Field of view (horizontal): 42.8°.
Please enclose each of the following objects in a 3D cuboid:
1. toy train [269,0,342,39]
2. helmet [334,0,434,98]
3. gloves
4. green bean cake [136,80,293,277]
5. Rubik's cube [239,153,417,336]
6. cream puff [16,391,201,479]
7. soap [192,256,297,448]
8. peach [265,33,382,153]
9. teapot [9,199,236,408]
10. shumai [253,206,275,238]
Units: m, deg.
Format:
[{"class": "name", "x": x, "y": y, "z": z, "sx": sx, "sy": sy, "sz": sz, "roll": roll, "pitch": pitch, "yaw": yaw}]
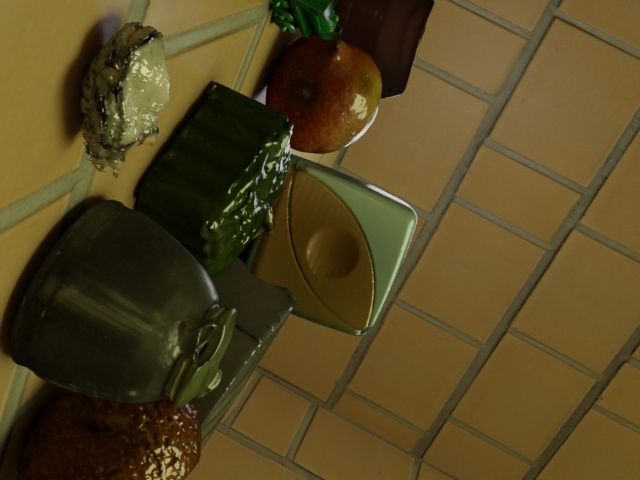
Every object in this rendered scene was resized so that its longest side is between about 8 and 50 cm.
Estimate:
[{"class": "toy train", "x": -0.022, "y": -0.379, "z": 1.303, "sx": 0.085, "sy": 0.119, "sz": 0.251, "roll": -63, "pitch": 175, "yaw": 2}, {"class": "helmet", "x": 0.088, "y": -0.433, "z": 1.762, "sx": 0.338, "sy": 0.197, "sz": 0.271, "roll": 17, "pitch": -92, "yaw": 70}, {"class": "gloves", "x": -0.206, "y": -0.149, "z": 0.840, "sx": 0.114, "sy": 0.070, "sz": 0.153, "roll": -49, "pitch": 168, "yaw": -44}, {"class": "green bean cake", "x": -0.161, "y": -0.081, "z": 1.281, "sx": 0.250, "sy": 0.156, "sz": 0.247, "roll": -60, "pitch": 174, "yaw": -27}, {"class": "Rubik's cube", "x": 0.000, "y": 0.000, "z": 2.014, "sx": 0.351, "sy": 0.352, "sz": 0.347, "roll": -126, "pitch": -122, "yaw": -78}, {"class": "cream puff", "x": -0.334, "y": 0.321, "z": 1.269, "sx": 0.303, "sy": 0.212, "sz": 0.303, "roll": -30, "pitch": -177, "yaw": 2}, {"class": "soap", "x": -0.264, "y": 0.264, "z": 1.553, "sx": 0.435, "sy": 0.213, "sz": 0.350, "roll": -58, "pitch": 174, "yaw": 17}, {"class": "peach", "x": 0.005, "y": -0.291, "z": 1.566, "sx": 0.232, "sy": 0.232, "sz": 0.257, "roll": -60, "pitch": 167, "yaw": -25}, {"class": "teapot", "x": -0.243, "y": 0.131, "z": 1.057, "sx": 0.239, "sy": 0.239, "sz": 0.322, "roll": -55, "pitch": 174, "yaw": -51}, {"class": "shumai", "x": -0.164, "y": -0.081, "z": 1.578, "sx": 0.120, "sy": 0.201, "sz": 0.201, "roll": -18, "pitch": 166, "yaw": -9}]
